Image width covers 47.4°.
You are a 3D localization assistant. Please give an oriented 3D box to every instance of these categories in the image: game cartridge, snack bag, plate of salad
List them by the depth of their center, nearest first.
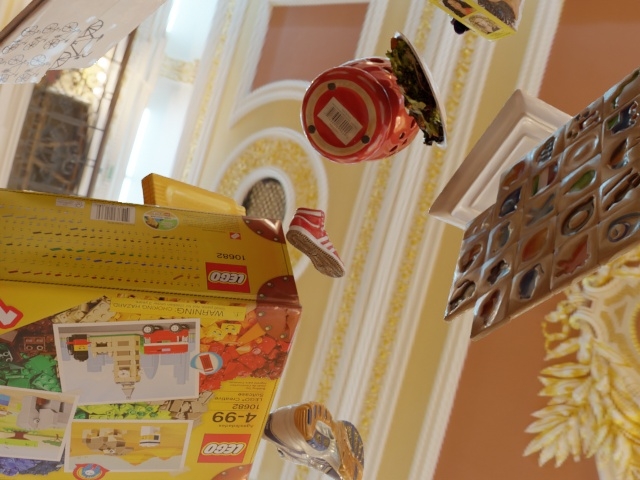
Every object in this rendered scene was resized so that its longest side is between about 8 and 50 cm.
[{"bbox_3d":[0.149,-0.232,1.152,0.048,0.199,0.199,-23,-121,0],"label":"plate of salad"},{"bbox_3d":[-0.458,-0.395,1.377,0.323,0.342,0.037,-30,-89,28],"label":"snack bag"},{"bbox_3d":[-0.250,0.033,1.574,0.053,0.285,0.323,-24,-114,33],"label":"game cartridge"}]

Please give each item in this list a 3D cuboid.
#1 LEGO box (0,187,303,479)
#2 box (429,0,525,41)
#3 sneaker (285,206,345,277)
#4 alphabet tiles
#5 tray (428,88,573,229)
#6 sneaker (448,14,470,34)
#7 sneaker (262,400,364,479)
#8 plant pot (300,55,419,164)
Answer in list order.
[{"bbox_3d":[-0.318,0.144,0.986,0.193,0.501,0.372,-106,-153,-51],"label":"LEGO box"},{"bbox_3d":[0.179,-0.367,0.993,0.058,0.232,0.087,-5,-114,61],"label":"box"},{"bbox_3d":[0.000,0.000,1.060,0.042,0.118,0.067,-22,-142,34],"label":"sneaker"},{"bbox_3d":[0.261,-0.044,0.789,0.342,0.011,0.285,-42,-162,44],"label":"alphabet tiles"},{"bbox_3d":[0.317,-0.116,1.254,0.270,0.145,0.030,-57,-157,29],"label":"tray"},{"bbox_3d":[0.278,-0.471,1.485,0.098,0.083,0.223,-65,-164,8],"label":"sneaker"},{"bbox_3d":[-0.013,0.404,1.456,0.131,0.296,0.111,-13,-134,25],"label":"sneaker"},{"bbox_3d":[0.073,-0.232,1.306,0.191,0.174,0.191,7,-74,23],"label":"plant pot"}]
